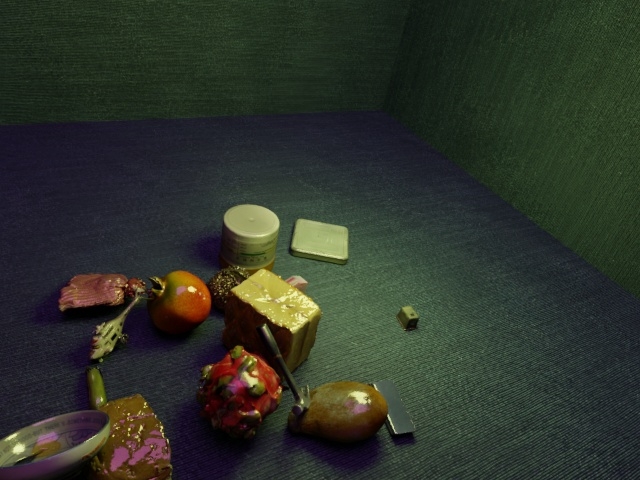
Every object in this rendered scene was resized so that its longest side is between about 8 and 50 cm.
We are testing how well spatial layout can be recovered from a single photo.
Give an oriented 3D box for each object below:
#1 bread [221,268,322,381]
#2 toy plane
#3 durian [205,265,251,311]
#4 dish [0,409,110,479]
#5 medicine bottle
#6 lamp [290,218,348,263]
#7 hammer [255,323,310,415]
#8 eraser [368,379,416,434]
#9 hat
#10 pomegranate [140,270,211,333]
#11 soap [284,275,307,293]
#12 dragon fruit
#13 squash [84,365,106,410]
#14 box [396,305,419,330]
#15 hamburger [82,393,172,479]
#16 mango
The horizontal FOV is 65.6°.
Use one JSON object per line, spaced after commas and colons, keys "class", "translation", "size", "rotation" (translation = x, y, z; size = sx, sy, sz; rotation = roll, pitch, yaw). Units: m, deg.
{"class": "bread", "translation": [-0.169, 0.290, 1.707], "size": [0.279, 0.279, 0.207], "rotation": [28, 36, 24]}
{"class": "toy plane", "translation": [-0.685, 0.279, 1.671], "size": [0.091, 0.108, 0.286], "rotation": [5, 41, 25]}
{"class": "durian", "translation": [-0.359, 0.183, 1.915], "size": [0.195, 0.167, 0.196], "rotation": [3, 11, -1]}
{"class": "dish", "translation": [-0.639, 0.528, 1.187], "size": [0.273, 0.134, 0.273], "rotation": [-8, 4, 1]}
{"class": "medicine bottle", "translation": [-0.301, 0.004, 2.090], "size": [0.237, 0.232, 0.238], "rotation": [8, 36, -6]}
{"class": "lamp", "translation": [0.000, 0.000, 2.348], "size": [0.268, 0.047, 0.267], "rotation": [10, 34, -4]}
{"class": "hammer", "translation": [-0.114, 0.384, 1.523], "size": [0.290, 0.037, 0.137], "rotation": [60, 10, 10]}
{"class": "eraser", "translation": [0.239, 0.556, 1.668], "size": [0.081, 0.036, 0.225], "rotation": [-2, 38, -20]}
{"class": "hat", "translation": [-0.778, 0.185, 1.800], "size": [0.286, 0.107, 0.237], "rotation": [-3, 29, -9]}
{"class": "pomegranate", "translation": [-0.507, 0.207, 1.737], "size": [0.256, 0.220, 0.221], "rotation": [43, 11, -43]}
{"class": "soap", "translation": [-0.120, 0.199, 1.991], "size": [0.056, 0.100, 0.149], "rotation": [33, 39, 26]}
{"class": "dragon fruit", "translation": [-0.244, 0.451, 1.505], "size": [0.231, 0.237, 0.303], "rotation": [51, 10, -21]}
{"class": "squash", "translation": [-0.686, 0.451, 1.517], "size": [0.052, 0.052, 0.183], "rotation": [-7, 37, -26]}
{"class": "box", "translation": [0.355, 0.312, 2.017], "size": [0.060, 0.063, 0.085], "rotation": [-5, 38, -21]}
{"class": "hamburger", "translation": [-0.539, 0.559, 1.343], "size": [0.211, 0.133, 0.309], "rotation": [-12, 43, -33]}
{"class": "mango", "translation": [0.053, 0.539, 1.554], "size": [0.315, 0.146, 0.193], "rotation": [-9, 38, 1]}
